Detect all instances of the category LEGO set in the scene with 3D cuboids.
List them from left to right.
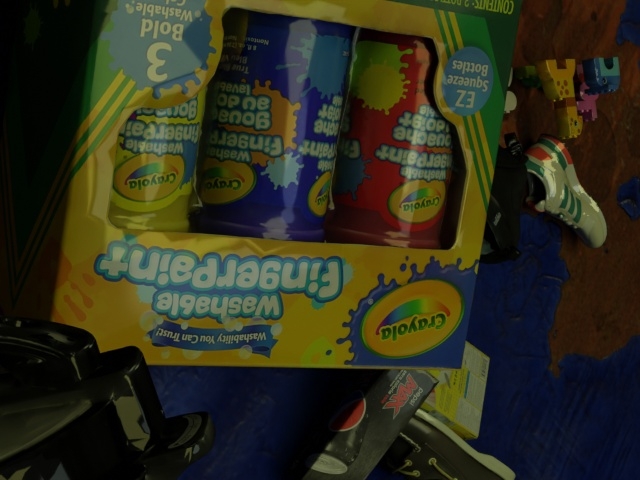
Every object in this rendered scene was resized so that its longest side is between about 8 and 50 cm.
[{"bbox_3d":[0.288,-0.166,2.046,0.227,0.087,0.093,-7,90,-42],"label":"LEGO set"}]

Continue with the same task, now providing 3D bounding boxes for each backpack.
[{"bbox_3d":[0.136,-0.061,1.872,0.182,0.115,0.152,26,57,-38],"label":"backpack"}]

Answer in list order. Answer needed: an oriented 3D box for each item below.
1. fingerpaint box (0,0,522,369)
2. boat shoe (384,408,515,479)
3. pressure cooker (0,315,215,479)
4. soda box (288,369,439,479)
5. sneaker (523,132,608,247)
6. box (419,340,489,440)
[{"bbox_3d":[-0.055,-0.077,1.558,0.445,0.163,0.371,5,98,-34],"label":"fingerpaint box"},{"bbox_3d":[0.115,0.233,1.840,0.228,0.081,0.068,34,73,-27],"label":"boat shoe"},{"bbox_3d":[-0.263,0.265,1.281,0.370,0.375,0.420,-28,105,-38],"label":"pressure cooker"},{"bbox_3d":[0.043,0.188,1.745,0.060,0.053,0.169,38,85,-17],"label":"soda box"},{"bbox_3d":[0.282,-0.046,2.058,0.075,0.057,0.161,-39,114,-21],"label":"sneaker"},{"bbox_3d":[0.109,0.137,1.864,0.179,0.043,0.105,38,51,-36],"label":"box"}]
